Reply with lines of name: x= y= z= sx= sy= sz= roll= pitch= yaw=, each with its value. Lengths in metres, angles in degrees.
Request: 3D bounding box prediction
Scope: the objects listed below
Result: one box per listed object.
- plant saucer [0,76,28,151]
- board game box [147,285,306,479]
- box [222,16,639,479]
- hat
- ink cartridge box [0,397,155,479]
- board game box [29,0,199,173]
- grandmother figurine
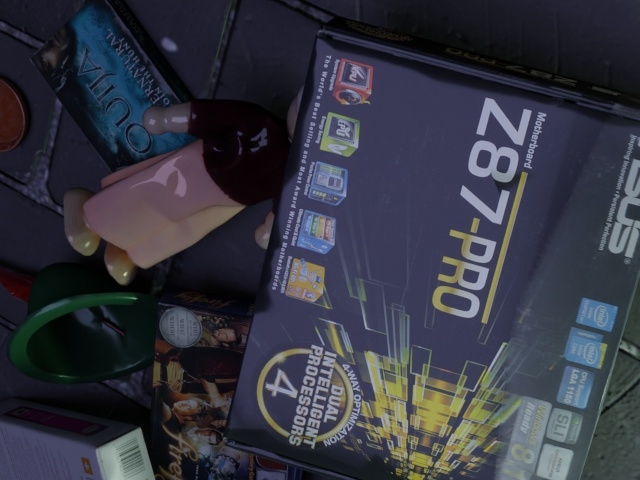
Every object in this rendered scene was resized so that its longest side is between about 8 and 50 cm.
plant saucer: x=-0.345 y=-0.136 z=1.775 sx=0.083 sy=0.013 sz=0.083 roll=11 pitch=113 yaw=27
board game box: x=-0.090 y=0.176 z=1.703 sx=0.165 sy=0.042 sz=0.243 roll=9 pitch=114 yaw=7
box: x=0.110 y=0.035 z=1.454 sx=0.318 sy=0.097 sz=0.395 roll=16 pitch=106 yaw=6
hat: x=-0.263 y=0.035 z=1.766 sx=0.173 sy=0.208 sz=0.184 roll=97 pitch=162 yaw=-55
ink cartridge box: x=-0.291 y=0.273 z=1.828 sx=0.371 sy=0.069 sz=0.176 roll=2 pitch=111 yaw=51
board game box: x=-0.200 y=-0.145 z=1.680 sx=0.126 sy=0.026 sz=0.186 roll=-37 pitch=88 yaw=34
grandmother figurine: x=-0.088 y=-0.072 z=1.589 sx=0.342 sy=0.208 sz=0.104 roll=-24 pitch=53 yaw=26
